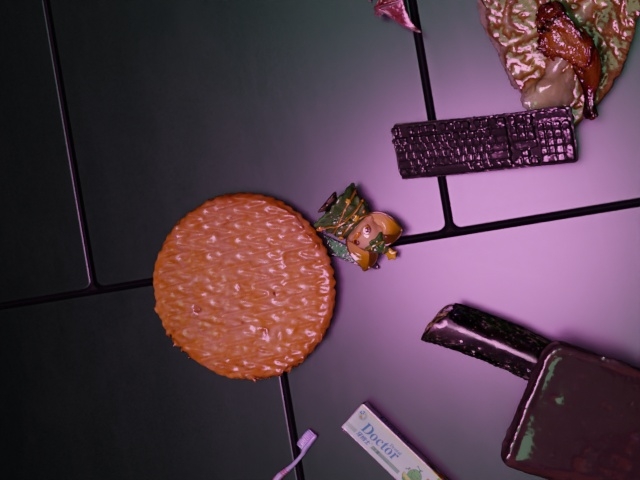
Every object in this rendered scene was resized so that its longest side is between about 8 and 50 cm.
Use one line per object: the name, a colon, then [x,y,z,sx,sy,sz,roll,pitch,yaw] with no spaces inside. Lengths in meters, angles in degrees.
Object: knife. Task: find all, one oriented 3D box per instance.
knife: [0.000,0.000,1.418,0.170,0.010,0.023,26,98,14]

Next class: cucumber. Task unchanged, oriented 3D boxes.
cucumber: [0.246,0.139,1.334,0.245,0.067,0.067,21,98,11]

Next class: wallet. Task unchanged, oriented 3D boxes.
wallet: [0.378,0.238,1.277,0.309,0.042,0.165,21,93,-2]

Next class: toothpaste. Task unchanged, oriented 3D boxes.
toothpaste: [0.101,0.277,1.392,0.164,0.034,0.046,43,99,9]

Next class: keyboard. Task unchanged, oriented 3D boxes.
keyboard: [0.194,-0.116,1.325,0.231,0.023,0.072,-4,103,28]

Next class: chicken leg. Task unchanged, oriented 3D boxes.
chicken leg: [0.293,-0.211,1.267,0.062,0.037,0.145,-35,86,32]

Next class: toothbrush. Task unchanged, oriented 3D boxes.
toothbrush: [-0.067,0.325,1.450,0.019,0.013,0.193,41,102,16]

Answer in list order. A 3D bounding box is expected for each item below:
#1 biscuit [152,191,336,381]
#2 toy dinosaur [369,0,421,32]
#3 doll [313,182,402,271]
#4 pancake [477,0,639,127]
biscuit: [-0.099,0.060,1.431,0.254,0.035,0.254,2,96,18]
toy dinosaur: [0.073,-0.351,1.372,0.108,0.032,0.220,-33,74,18]
doll: [0.050,-0.020,1.389,0.113,0.076,0.078,34,113,-17]
pancake: [0.280,-0.285,1.310,0.197,0.054,0.376,11,94,8]
